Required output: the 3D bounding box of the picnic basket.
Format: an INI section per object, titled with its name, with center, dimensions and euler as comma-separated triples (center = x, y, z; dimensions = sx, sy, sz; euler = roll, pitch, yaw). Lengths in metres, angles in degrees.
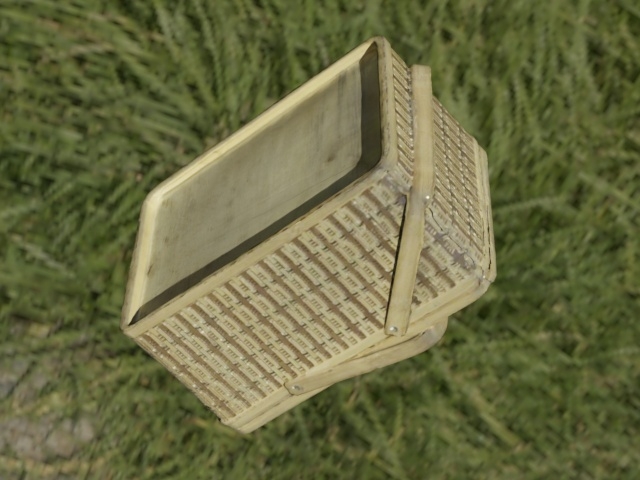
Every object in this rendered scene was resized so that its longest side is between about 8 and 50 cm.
[picnic basket]
center = 0.000, 0.000, 1.423
dimensions = 0.175, 0.313, 0.228
euler = 45, 26, -27
